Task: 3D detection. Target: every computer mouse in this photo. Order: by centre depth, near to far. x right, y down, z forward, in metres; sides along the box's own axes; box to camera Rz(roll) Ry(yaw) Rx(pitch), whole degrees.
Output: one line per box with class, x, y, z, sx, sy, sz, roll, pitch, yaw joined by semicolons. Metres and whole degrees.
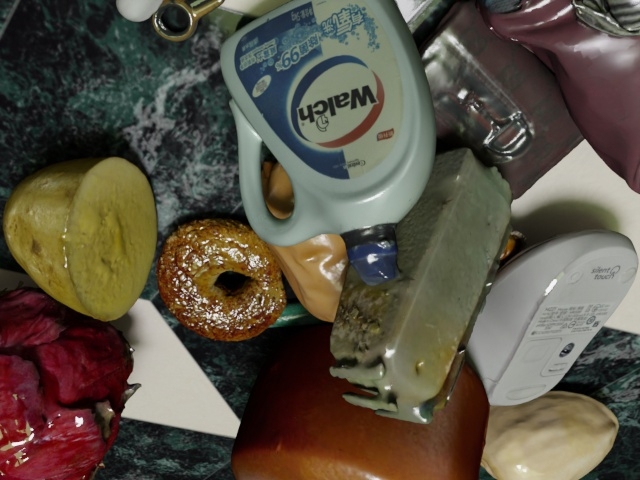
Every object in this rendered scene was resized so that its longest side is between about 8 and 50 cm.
computer mouse;0.290;0.096;0.722;0.184;0.121;0.297;-1;123;-22

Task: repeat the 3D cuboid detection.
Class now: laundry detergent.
laundry detergent;0.010;-0.090;0.529;0.214;0.105;0.281;-14;83;21

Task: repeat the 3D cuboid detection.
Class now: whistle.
whistle;-0.026;0.109;0.796;0.186;0.039;0.039;-6;124;7

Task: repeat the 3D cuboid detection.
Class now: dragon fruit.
dragon fruit;-0.427;0.214;0.724;0.329;0.329;0.329;1;124;2

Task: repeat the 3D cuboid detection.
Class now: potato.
potato;-0.311;-0.011;0.659;0.158;0.178;0.204;8;140;16

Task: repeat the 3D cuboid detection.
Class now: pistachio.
pistachio;0.361;0.322;0.870;0.229;0.157;0.157;-17;123;-2

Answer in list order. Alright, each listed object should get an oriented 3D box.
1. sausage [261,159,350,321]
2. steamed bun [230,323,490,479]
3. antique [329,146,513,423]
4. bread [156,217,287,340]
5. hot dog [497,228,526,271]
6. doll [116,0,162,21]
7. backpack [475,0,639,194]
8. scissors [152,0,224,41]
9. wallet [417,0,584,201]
sausage;0.000;0.000;0.666;0.136;0.120;0.241;-15;116;25
steamed bun;0.021;0.257;0.728;0.248;0.235;0.379;37;143;-19
antique;0.102;0.048;0.580;0.125;0.284;0.150;37;152;-33
bread;-0.138;0.058;0.735;0.193;0.064;0.193;2;113;5
hot dog;0.163;0.062;0.722;0.252;0.069;0.131;-43;144;25
doll;-0.145;-0.355;0.443;0.237;0.111;0.252;-25;113;17
backpack;0.339;-0.226;0.458;0.283;0.197;0.317;40;116;-20
scissors;-0.078;-0.270;0.554;0.220;0.017;0.088;-8;120;8
wallet;0.184;-0.139;0.615;0.229;0.049;0.182;32;116;-20
